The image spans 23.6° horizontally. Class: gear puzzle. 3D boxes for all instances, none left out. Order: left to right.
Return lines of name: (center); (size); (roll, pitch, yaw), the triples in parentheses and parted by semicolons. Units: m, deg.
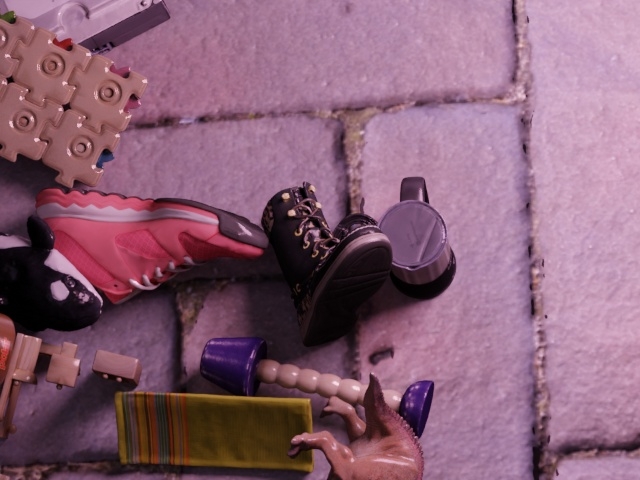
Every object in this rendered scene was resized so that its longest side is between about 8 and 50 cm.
gear puzzle: (-0.404, -0.202, 1.953); (0.339, 0.044, 0.175); (26, 87, -4)

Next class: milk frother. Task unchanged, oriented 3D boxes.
milk frother: (0.080, 0.003, 1.816); (0.143, 0.135, 0.129); (-19, 70, 3)

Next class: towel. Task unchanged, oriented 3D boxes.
towel: (-0.126, 0.227, 1.807); (0.237, 0.102, 0.021); (1, 29, 9)

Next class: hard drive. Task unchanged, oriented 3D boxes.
hard drive: (-0.375, -0.390, 2.054); (0.237, 0.064, 0.339); (-27, 71, 1)

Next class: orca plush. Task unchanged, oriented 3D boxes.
orca plush: (-0.402, 0.031, 1.869); (0.287, 0.102, 0.151); (43, 127, 18)

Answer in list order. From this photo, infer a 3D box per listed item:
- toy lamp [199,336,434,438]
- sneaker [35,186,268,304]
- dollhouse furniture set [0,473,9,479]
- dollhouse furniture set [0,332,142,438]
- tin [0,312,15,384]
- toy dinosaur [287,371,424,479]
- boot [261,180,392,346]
toy lamp: (-0.008, 0.170, 1.809); (0.275, 0.080, 0.080); (13, 75, 14)
sneaker: (-0.210, 0.016, 1.886); (0.314, 0.116, 0.136); (6, 86, 21)
dollhouse furniture set: (-0.446, 0.307, 1.782); (0.161, 0.182, 0.101); (12, 75, 12)
dollhouse furniture set: (-0.303, 0.190, 1.831); (0.151, 0.144, 0.123); (14, 80, -2)
tin: (-0.428, 0.140, 1.853); (0.190, 0.040, 0.106); (-9, 62, 51)
toy dinosaur: (0.058, 0.293, 1.707); (0.200, 0.127, 0.295); (24, 100, 14)
boot: (-0.002, 0.001, 1.790); (0.085, 0.236, 0.178); (-12, 64, -22)
